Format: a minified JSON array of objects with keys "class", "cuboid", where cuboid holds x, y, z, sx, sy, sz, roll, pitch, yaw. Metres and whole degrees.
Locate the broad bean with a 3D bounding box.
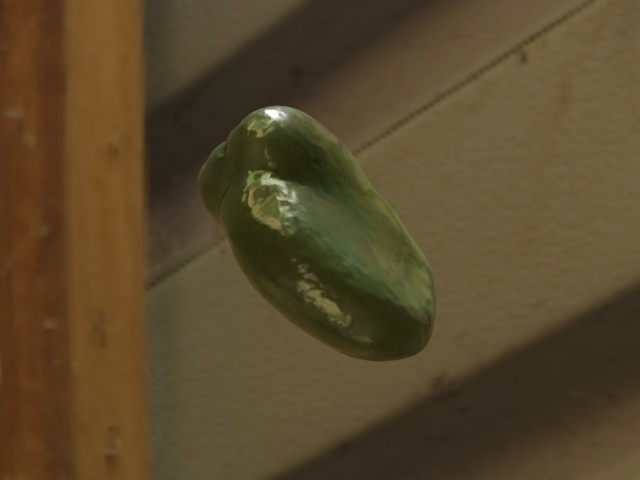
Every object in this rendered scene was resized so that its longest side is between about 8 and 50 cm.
[{"class":"broad bean","cuboid":[0.000,0.000,1.406,0.100,0.169,0.228,-47,-134,30]}]
